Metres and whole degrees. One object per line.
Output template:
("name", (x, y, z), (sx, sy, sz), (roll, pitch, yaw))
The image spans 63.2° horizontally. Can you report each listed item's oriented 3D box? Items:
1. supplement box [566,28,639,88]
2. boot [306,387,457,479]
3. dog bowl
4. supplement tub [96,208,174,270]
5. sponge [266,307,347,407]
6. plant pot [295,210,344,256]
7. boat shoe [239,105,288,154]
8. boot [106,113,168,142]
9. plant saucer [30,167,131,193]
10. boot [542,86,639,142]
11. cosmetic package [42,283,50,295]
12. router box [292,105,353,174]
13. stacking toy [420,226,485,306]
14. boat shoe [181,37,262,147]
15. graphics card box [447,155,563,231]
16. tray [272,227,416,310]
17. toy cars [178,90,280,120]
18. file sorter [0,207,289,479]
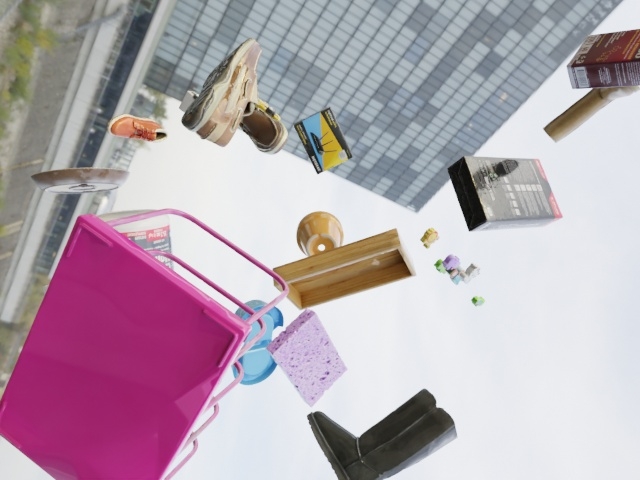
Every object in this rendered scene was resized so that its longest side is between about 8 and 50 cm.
("supplement box", (0.711, -0.417, 1.185), (0.239, 0.073, 0.130), (14, -122, 48))
("boot", (0.217, 0.673, 1.900), (0.445, 0.146, 0.367), (-33, -128, -6))
("dog bowl", (-0.215, 0.324, 1.685), (0.074, 0.166, 0.297), (36, -56, 50))
("supplement tub", (-0.469, 0.065, 1.318), (0.191, 0.191, 0.272), (-157, -118, -65))
("sponge", (-0.023, 0.243, 1.067), (0.117, 0.210, 0.031), (-42, -137, -18))
("plant pot", (0.000, 0.000, 2.151), (0.205, 0.205, 0.188), (-61, -169, 15))
("boat shoe", (-0.173, -0.305, 1.384), (0.095, 0.095, 0.257), (-54, -143, 7))
("boot", (-0.480, -0.291, 1.374), (0.085, 0.158, 0.059), (35, -62, 24))
("plant saucer", (-0.804, -0.197, 1.759), (0.311, 0.311, 0.050), (-8, -93, 62))
("boot", (0.819, -0.402, 1.592), (0.269, 0.089, 0.236), (-40, 175, 28))
("cosmetic package", (-0.706, 0.307, 1.615), (0.284, 0.098, 0.377), (95, -22, -86))
("router box", (0.009, -0.322, 1.673), (0.133, 0.178, 0.046), (-26, -158, 3))
("stacking toy", (0.356, 0.074, 1.370), (0.052, 0.221, 0.167), (-41, -129, -1))
("boat shoe", (-0.207, -0.340, 1.215), (0.123, 0.120, 0.324), (-19, -141, 45))
("graphics card box", (0.608, -0.154, 1.707), (0.094, 0.371, 0.232), (-38, -118, 53))
("tray", (0.077, 0.098, 1.648), (0.411, 0.203, 0.076), (-19, -126, 14))
("toy cars", (-0.324, -0.469, 1.907), (0.087, 0.394, 0.176), (-51, 140, -63))
("file sorter", (-0.196, 0.132, 0.615), (0.290, 0.202, 0.182), (-59, 171, 18))
